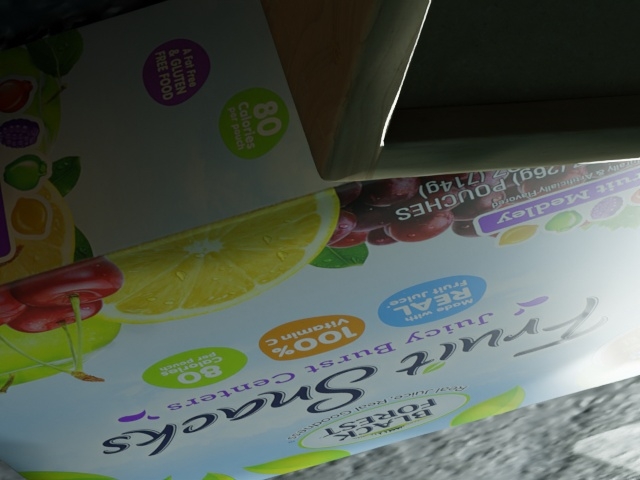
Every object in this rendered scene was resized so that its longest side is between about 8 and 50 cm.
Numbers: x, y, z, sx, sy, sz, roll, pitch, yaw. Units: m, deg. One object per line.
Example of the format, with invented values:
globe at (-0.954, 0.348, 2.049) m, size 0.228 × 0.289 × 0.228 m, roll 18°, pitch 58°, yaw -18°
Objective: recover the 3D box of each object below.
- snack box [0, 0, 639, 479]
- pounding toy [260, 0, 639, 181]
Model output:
snack box at (0.000, 0.000, 0.512) m, size 0.207 × 0.070 × 0.174 m, roll -15°, pitch 154°, yaw 7°
pounding toy at (0.037, -0.076, 0.366) m, size 0.130 × 0.100 × 0.141 m, roll -5°, pitch 143°, yaw -18°
